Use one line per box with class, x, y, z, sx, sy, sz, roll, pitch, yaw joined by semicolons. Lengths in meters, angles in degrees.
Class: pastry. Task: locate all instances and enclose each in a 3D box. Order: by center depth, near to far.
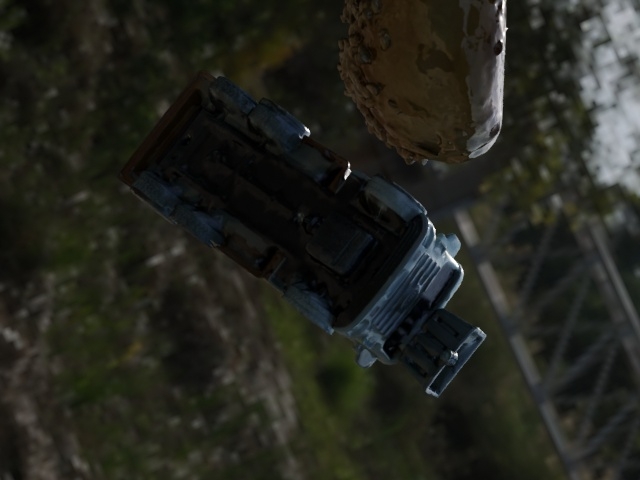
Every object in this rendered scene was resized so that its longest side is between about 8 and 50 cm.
pastry;0.113;-0.235;1.999;0.316;0.184;0.284;-82;172;-47

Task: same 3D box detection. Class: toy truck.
toy truck;0.000;0.000;1.538;0.338;0.133;0.184;35;-5;36
